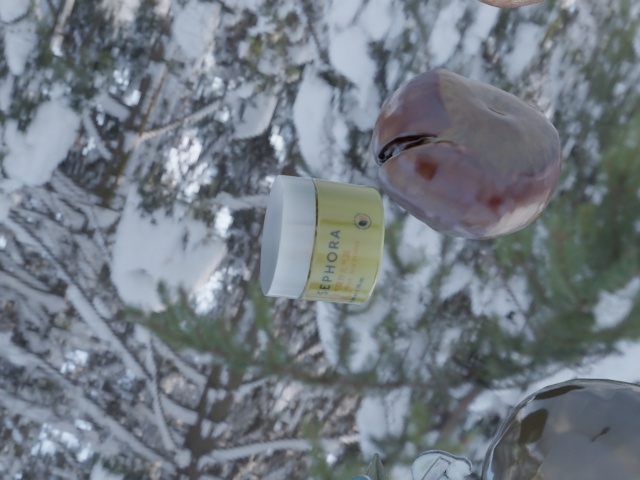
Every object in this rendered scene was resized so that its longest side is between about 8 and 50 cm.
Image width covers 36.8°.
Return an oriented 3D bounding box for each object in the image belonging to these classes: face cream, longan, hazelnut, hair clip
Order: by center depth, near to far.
[{"bbox_3d":[0.447,0.417,1.563,0.404,0.404,0.336,23,-161,5],"label":"longan"},{"bbox_3d":[0.000,0.000,1.717,0.179,0.218,0.218,6,-160,-11],"label":"face cream"},{"bbox_3d":[0.304,-0.171,2.068,0.409,0.359,0.359,23,-163,8],"label":"hazelnut"},{"bbox_3d":[0.254,0.522,2.132,0.116,0.172,0.049,26,-151,-3],"label":"hair clip"}]

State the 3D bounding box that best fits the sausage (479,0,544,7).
[{"bbox_3d":[0.282,-0.334,1.141,0.289,0.086,0.086,-27,-133,-37],"label":"sausage"}]

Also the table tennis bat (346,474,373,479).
[{"bbox_3d":[0.027,0.483,1.743,0.040,0.153,0.244,40,165,-17],"label":"table tennis bat"}]

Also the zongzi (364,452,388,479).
[{"bbox_3d":[0.126,0.661,2.254,0.125,0.274,0.251,4,-176,1],"label":"zongzi"}]
